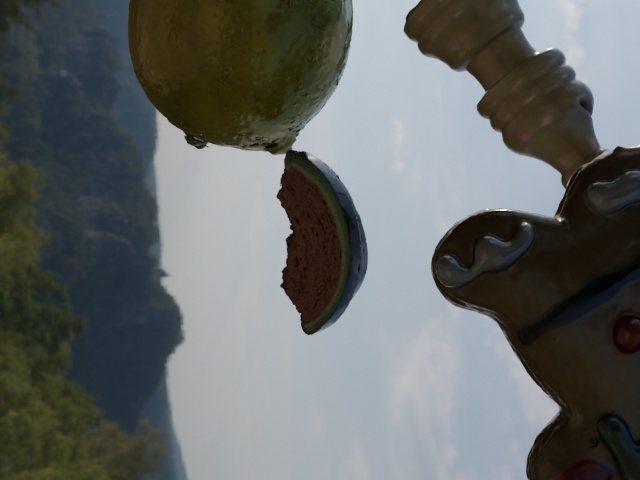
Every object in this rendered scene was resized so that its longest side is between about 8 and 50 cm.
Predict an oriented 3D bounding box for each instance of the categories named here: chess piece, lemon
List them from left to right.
[{"bbox_3d":[-0.060,-0.167,0.675,0.173,0.173,0.206,-120,-151,-61],"label":"lemon"},{"bbox_3d":[0.242,-0.183,1.080,0.307,0.138,0.124,56,0,9],"label":"chess piece"}]

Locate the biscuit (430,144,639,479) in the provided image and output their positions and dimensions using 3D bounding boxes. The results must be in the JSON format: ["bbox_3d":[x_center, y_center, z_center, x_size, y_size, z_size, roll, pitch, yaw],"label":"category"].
[{"bbox_3d":[0.210,0.092,0.549,0.302,0.196,0.049,62,-1,-4],"label":"biscuit"}]

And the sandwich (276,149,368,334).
[{"bbox_3d":[0.001,0.002,0.638,0.067,0.029,0.135,2,-78,35],"label":"sandwich"}]
